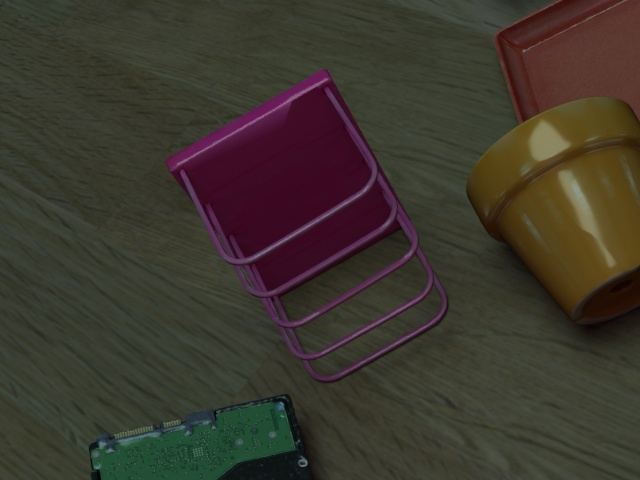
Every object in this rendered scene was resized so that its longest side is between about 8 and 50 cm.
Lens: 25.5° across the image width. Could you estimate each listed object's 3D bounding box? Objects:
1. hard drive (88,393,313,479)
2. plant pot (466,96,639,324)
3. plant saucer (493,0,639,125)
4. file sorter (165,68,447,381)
[{"bbox_3d":[-0.107,0.334,1.486,0.237,0.064,0.339,-12,50,-8],"label":"hard drive"},{"bbox_3d":[0.289,-0.020,1.531,0.205,0.205,0.188,-27,64,5],"label":"plant pot"},{"bbox_3d":[0.357,-0.211,1.707,0.259,0.048,0.258,-26,47,19],"label":"plant saucer"},{"bbox_3d":[0.000,0.000,1.583,0.202,0.290,0.182,-30,51,3],"label":"file sorter"}]
